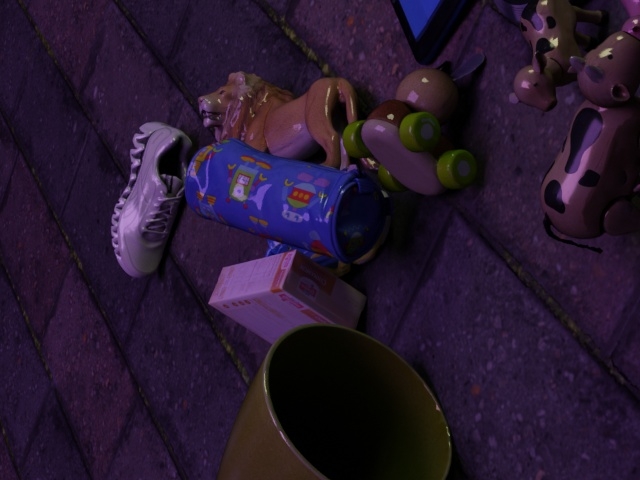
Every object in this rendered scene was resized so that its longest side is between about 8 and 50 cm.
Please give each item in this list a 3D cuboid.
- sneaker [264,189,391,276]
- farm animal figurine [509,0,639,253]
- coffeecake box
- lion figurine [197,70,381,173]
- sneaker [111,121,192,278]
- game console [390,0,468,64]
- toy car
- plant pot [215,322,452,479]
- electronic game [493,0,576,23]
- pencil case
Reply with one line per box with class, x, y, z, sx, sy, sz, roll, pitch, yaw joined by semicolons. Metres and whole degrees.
sneaker;0.000;0.000;2.068;0.240;0.126;0.091;-46;45;44
farm animal figurine;0.310;-0.145;1.552;0.330;0.172;0.327;17;97;59
coffeecake box;-0.049;0.088;2.083;0.185;0.142;0.068;-13;49;51
lion figurine;-0.033;-0.173;2.193;0.392;0.142;0.240;-10;66;43
sneaker;-0.304;-0.071;2.620;0.118;0.110;0.292;12;93;50
game console;0.108;-0.438;1.977;0.173;0.250;0.293;-33;50;18
toy car;0.149;-0.170;1.910;0.155;0.149;0.188;-1;53;55
plant pot;-0.023;0.303;1.873;0.293;0.274;0.275;-51;42;37
electronic game;0.281;-0.381;1.782;0.229;0.048;0.229;-23;62;55
pencil case;-0.049;-0.062;2.004;0.306;0.119;0.133;16;94;38
